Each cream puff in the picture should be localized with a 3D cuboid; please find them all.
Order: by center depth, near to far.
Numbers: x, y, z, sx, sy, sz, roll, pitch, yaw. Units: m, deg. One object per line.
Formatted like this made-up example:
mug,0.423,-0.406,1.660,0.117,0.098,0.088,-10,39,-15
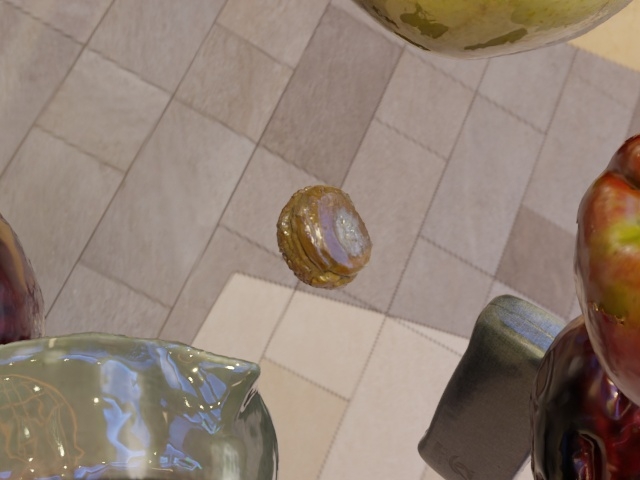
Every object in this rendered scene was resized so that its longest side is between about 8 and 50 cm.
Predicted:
cream puff,-0.001,0.000,1.295,0.144,0.103,0.126,57,41,-12

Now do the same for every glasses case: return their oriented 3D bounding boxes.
glasses case,0.210,0.198,1.153,0.131,0.323,0.074,35,52,18

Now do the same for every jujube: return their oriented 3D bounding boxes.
jujube,0.262,0.175,0.860,0.168,0.168,0.236,10,104,-18

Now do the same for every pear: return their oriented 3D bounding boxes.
pear,0.149,-0.300,0.818,0.309,0.309,0.309,6,71,-19

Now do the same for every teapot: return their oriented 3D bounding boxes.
teapot,-0.078,0.234,0.306,0.253,0.300,0.344,33,23,-39

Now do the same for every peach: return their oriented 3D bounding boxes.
peach,0.234,0.019,0.518,0.197,0.197,0.197,6,71,-19

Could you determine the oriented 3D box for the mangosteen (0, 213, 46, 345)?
mangosteen,-0.316,0.077,0.624,0.297,0.293,0.297,-7,61,14
